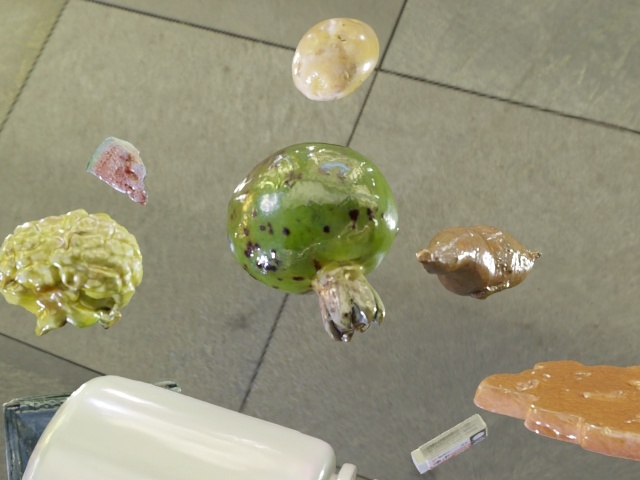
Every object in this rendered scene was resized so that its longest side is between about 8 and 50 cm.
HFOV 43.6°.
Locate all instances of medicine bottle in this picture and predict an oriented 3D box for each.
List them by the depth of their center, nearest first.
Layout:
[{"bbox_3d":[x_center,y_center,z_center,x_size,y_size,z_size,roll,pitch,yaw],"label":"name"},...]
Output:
[{"bbox_3d":[-0.067,0.220,0.613,0.293,0.170,0.170,14,75,9],"label":"medicine bottle"}]

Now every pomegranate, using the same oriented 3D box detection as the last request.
[{"bbox_3d":[0.000,0.000,0.929,0.202,0.202,0.247,-20,64,4],"label":"pomegranate"}]

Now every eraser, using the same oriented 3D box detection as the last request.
[{"bbox_3d":[0.198,0.312,1.226,0.122,0.052,0.029,-29,57,-5],"label":"eraser"}]

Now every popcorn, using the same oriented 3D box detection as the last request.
[{"bbox_3d":[-0.483,0.059,1.563,0.258,0.270,0.224,-44,26,16],"label":"popcorn"}]

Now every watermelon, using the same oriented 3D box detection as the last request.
[{"bbox_3d":[-0.438,-0.160,1.755,0.098,0.121,0.158,-56,42,23],"label":"watermelon"}]

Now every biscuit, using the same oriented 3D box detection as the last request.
[{"bbox_3d":[0.343,0.203,0.942,0.284,0.306,0.043,-1,98,-10],"label":"biscuit"}]

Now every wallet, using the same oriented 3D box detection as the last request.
[{"bbox_3d":[-0.454,0.411,1.622,0.342,0.075,0.237,-4,105,-16],"label":"wallet"}]

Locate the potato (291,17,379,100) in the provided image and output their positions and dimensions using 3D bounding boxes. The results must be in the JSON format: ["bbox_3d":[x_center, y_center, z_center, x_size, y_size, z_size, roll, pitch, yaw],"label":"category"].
[{"bbox_3d":[0.030,-0.342,1.479,0.150,0.146,0.234,15,34,3],"label":"potato"}]

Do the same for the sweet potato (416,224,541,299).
[{"bbox_3d":[0.122,0.018,0.680,0.068,0.226,0.068,-2,87,35],"label":"sweet potato"}]
